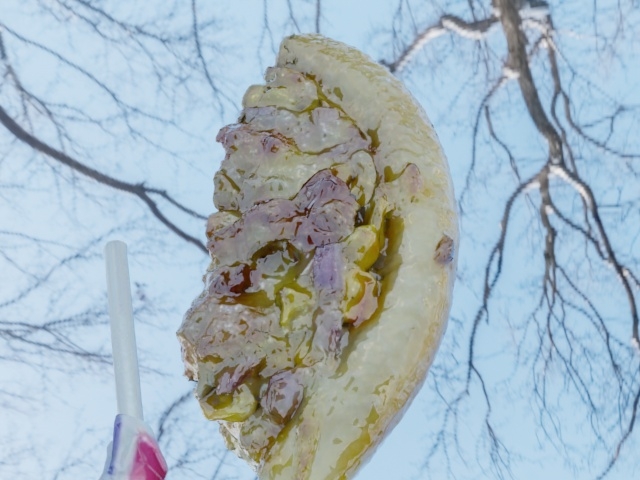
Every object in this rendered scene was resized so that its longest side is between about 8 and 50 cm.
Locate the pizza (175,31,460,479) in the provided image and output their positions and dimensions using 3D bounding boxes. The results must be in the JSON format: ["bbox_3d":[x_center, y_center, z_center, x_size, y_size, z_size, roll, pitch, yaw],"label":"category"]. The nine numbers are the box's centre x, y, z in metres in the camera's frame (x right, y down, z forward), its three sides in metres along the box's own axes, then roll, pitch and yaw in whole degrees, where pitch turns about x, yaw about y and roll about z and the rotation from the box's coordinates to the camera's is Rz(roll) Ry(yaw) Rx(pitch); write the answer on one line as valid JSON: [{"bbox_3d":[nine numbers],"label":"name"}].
[{"bbox_3d":[-0.002,-0.002,0.464,0.127,0.058,0.246,-6,-130,29],"label":"pizza"}]

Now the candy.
[{"bbox_3d":[-0.099,0.145,0.628,0.124,0.124,0.365,-18,-128,8],"label":"candy"}]
